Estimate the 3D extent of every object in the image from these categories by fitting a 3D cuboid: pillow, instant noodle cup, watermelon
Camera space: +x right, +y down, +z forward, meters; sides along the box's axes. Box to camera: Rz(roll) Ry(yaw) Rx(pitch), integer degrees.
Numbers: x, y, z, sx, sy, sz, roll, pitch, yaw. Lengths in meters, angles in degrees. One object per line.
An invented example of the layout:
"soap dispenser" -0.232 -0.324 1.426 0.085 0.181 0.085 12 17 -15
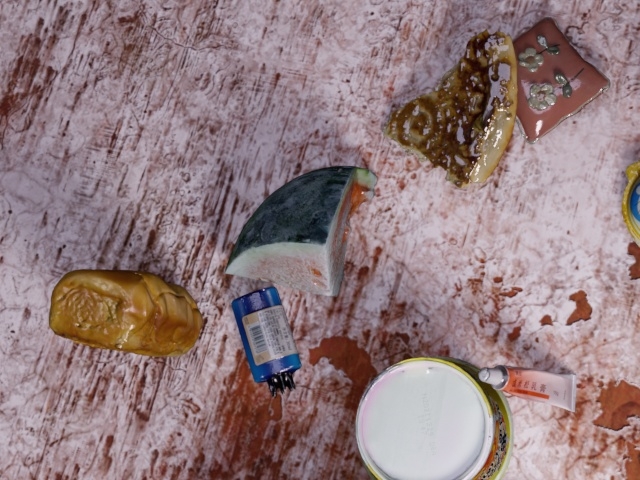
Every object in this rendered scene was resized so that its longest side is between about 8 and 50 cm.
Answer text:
"pillow" 0.377 -0.281 1.684 0.171 0.075 0.179 -36 70 5
"instant noodle cup" 0.170 0.295 1.522 0.264 0.200 0.264 -2 77 10
"watermelon" 0.000 0.000 1.638 0.319 0.289 0.214 -32 102 -11

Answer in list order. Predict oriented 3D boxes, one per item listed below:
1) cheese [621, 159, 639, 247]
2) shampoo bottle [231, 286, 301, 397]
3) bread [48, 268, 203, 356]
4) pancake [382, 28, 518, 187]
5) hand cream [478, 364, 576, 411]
"cheese" 0.595 -0.026 1.580 0.177 0.069 0.270 -32 73 3
"shampoo bottle" -0.088 0.176 1.681 0.087 0.050 0.183 -20 73 4
"bread" -0.308 0.123 1.614 0.166 0.294 0.132 0 82 14
"pancake" 0.224 -0.222 1.700 0.244 0.057 0.266 1 89 31
"hand cream" 0.327 0.225 1.524 0.038 0.216 0.052 39 110 53
